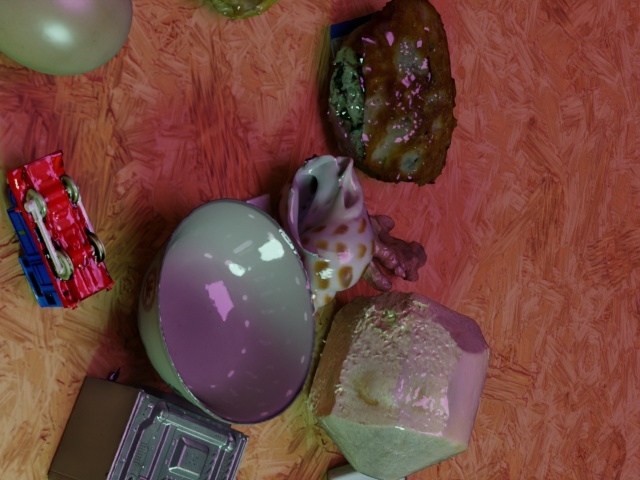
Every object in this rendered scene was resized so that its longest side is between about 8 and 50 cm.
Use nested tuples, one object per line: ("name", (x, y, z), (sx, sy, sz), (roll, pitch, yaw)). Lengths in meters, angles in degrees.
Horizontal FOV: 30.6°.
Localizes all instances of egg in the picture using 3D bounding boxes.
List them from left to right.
("egg", (-0.357, -0.320, 1.500), (0.254, 0.188, 0.188), (38, 68, -35))

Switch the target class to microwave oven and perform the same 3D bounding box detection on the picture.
("microwave oven", (-0.245, 0.314, 1.735), (0.240, 0.145, 0.194), (33, 74, -44))

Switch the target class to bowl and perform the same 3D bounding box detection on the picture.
("bowl", (-0.169, 0.114, 1.759), (0.337, 0.157, 0.337), (17, 67, -48))

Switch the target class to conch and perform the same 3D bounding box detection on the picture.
("conch", (0.000, 0.000, 1.949), (0.183, 0.149, 0.275), (11, 76, -20))

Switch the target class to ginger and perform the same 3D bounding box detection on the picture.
("ginger", (0.130, 0.012, 2.135), (0.259, 0.065, 0.149), (-13, 78, -62))

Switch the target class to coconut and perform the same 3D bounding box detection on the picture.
("coconut", (0.131, 0.260, 2.022), (0.297, 0.297, 0.309), (34, 64, -44))

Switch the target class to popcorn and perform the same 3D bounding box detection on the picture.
("popcorn", (-0.115, -0.420, 1.798), (0.173, 0.142, 0.173), (24, 53, -37))

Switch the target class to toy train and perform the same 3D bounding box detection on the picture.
("toy train", (-0.363, -0.010, 1.587), (0.083, 0.131, 0.204), (-29, 104, -35))

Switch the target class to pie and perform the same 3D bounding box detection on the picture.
("pie", (0.140, -0.258, 2.075), (0.288, 0.103, 0.354), (-24, 118, -43))

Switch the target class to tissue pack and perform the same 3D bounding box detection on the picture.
("tissue pack", (-0.101, -0.020, 1.932), (0.056, 0.023, 0.108), (-22, 110, -44))

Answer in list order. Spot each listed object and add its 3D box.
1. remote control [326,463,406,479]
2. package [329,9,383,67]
("remote control", (0.103, 0.569, 2.163), (0.145, 0.050, 0.344), (-10, 106, -11))
("package", (0.078, -0.313, 2.084), (0.171, 0.027, 0.173), (-26, 118, -43))
